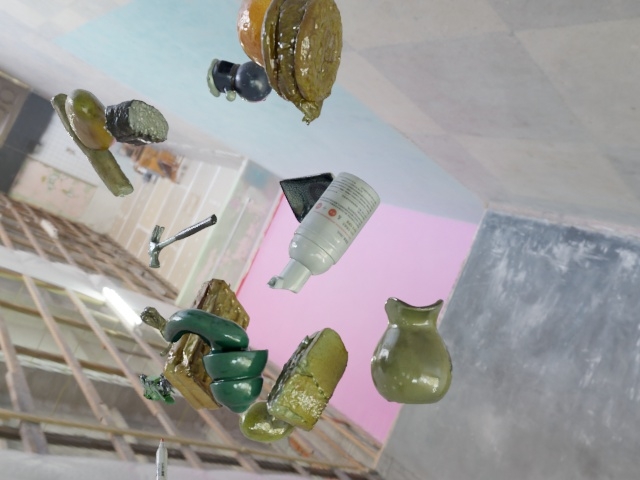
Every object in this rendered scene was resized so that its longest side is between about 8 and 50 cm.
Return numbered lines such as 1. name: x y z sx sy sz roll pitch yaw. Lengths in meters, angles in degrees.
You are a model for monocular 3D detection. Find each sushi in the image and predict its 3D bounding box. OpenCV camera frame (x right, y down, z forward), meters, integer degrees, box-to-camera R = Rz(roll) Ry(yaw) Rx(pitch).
1. sushi: -0.394 -0.251 1.110 0.078 0.091 0.150 -8 -178 17

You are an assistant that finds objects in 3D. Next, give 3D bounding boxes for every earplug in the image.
1. earplug: -0.256 0.294 1.277 0.257 0.280 0.164 -13 167 -6

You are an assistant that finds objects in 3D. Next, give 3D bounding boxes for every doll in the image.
1. doll: -0.580 0.357 1.986 0.091 0.203 0.286 -4 170 28

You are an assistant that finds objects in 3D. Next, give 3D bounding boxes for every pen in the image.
1. pen: -0.326 0.495 1.054 0.026 0.026 0.218 26 -159 -27

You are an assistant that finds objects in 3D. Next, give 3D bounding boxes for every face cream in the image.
1. face cream: 0.000 0.000 1.380 0.145 0.370 0.145 36 168 9

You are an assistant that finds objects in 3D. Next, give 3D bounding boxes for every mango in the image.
1. mango: -0.563 -0.298 1.262 0.136 0.099 0.227 53 164 0

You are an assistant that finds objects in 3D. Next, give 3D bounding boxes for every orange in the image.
1. orange: -0.129 -0.636 1.546 0.246 0.246 0.246 24 176 2

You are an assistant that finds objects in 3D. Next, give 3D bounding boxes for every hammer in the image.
1. hammer: -0.332 -0.018 1.233 0.246 0.103 0.029 -24 154 33

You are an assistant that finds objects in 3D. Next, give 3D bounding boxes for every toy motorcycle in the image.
1. toy motorcycle: -0.605 0.546 1.895 0.190 0.106 0.074 -1 -164 40

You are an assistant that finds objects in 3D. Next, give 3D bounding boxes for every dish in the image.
1. dish: -0.006 -0.158 1.775 0.243 0.080 0.182 -2 122 41

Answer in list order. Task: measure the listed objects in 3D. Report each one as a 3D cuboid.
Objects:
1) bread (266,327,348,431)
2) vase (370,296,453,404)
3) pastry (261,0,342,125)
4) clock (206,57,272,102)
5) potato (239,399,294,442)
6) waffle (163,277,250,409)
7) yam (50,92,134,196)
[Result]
1. bread: -0.033 0.337 1.280 0.124 0.257 0.186 37 144 -9
2. vase: 0.271 0.326 1.581 0.240 0.302 0.329 1 174 1
3. pastry: -0.040 -0.413 1.119 0.132 0.240 0.235 16 146 18
4. clock: -0.294 -0.593 1.918 0.243 0.200 0.146 10 147 12
5. potato: -0.220 0.750 2.141 0.248 0.169 0.143 10 149 -33
6. waffle: -0.316 0.296 1.491 0.098 0.328 0.224 -6 134 19
7. yam: -0.615 -0.254 1.389 0.317 0.067 0.071 56 146 0
